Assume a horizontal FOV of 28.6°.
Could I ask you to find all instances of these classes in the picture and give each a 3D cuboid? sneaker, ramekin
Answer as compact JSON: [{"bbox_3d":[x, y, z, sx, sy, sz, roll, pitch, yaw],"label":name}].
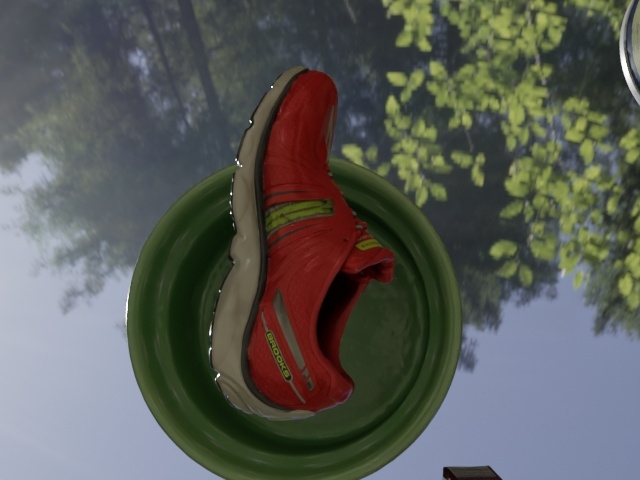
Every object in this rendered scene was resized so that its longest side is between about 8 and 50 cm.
[{"bbox_3d":[0.000,0.000,0.945,0.118,0.107,0.279,-1,-111,19],"label":"sneaker"},{"bbox_3d":[-0.017,0.077,1.180,0.303,0.148,0.303,-1,-95,8],"label":"ramekin"}]

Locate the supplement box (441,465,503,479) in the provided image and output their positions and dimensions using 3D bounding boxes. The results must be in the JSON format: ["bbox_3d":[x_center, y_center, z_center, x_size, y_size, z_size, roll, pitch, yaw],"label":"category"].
[{"bbox_3d":[0.128,0.220,1.007,0.043,0.083,0.055,2,-81,-13],"label":"supplement box"}]

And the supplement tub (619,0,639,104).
[{"bbox_3d":[0.540,-0.265,1.524,0.235,0.325,0.235,2,-98,-17],"label":"supplement tub"}]
